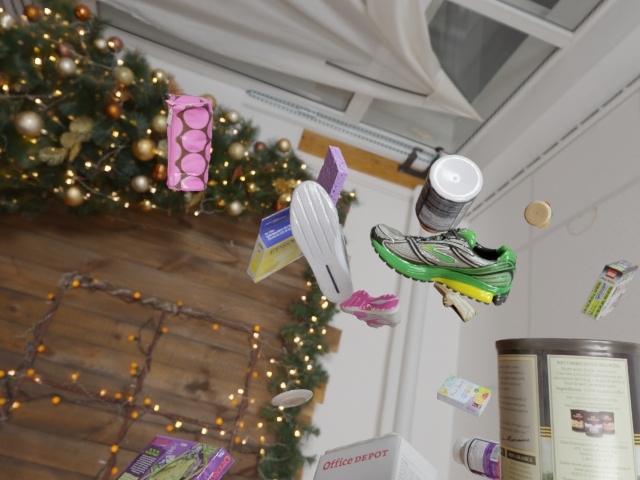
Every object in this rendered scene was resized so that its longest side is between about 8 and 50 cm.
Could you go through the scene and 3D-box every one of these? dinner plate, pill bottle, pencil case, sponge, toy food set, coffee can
[{"bbox_3d":[-0.094,0.532,1.641,0.141,0.141,0.017,119,-34,-47],"label":"dinner plate"},{"bbox_3d":[0.318,-0.103,1.268,0.245,0.131,0.130,93,11,-68],"label":"pill bottle"},{"bbox_3d":[-0.287,-0.203,1.052,0.098,0.095,0.209,-38,141,-55],"label":"pencil case"},{"bbox_3d":[0.017,-0.136,1.326,0.117,0.031,0.210,-107,-151,-43],"label":"sponge"},{"bbox_3d":[0.490,0.639,1.444,0.193,0.108,0.108,-11,-121,54],"label":"pill bottle"},{"bbox_3d":[0.680,-0.084,1.536,0.083,0.020,0.082,26,-74,38],"label":"toy food set"},{"bbox_3d":[0.355,0.285,0.697,0.201,0.202,0.275,137,-41,-71],"label":"coffee can"}]

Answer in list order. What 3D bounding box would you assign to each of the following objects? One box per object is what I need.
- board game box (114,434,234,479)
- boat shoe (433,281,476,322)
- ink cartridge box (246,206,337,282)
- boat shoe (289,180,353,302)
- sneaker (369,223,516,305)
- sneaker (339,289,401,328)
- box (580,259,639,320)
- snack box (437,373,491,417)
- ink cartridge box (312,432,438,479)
[{"bbox_3d":[-0.354,0.533,1.079,0.347,0.056,0.208,-19,-156,49],"label":"board game box"},{"bbox_3d":[0.347,0.160,1.304,0.045,0.135,0.050,-43,159,-9],"label":"boat shoe"},{"bbox_3d":[-0.086,-0.017,1.638,0.304,0.072,0.307,-28,162,-31],"label":"ink cartridge box"},{"bbox_3d":[0.000,0.000,1.274,0.119,0.121,0.335,-94,169,-69],"label":"boat shoe"},{"bbox_3d":[0.283,0.021,1.149,0.134,0.344,0.146,-49,154,-63],"label":"sneaker"},{"bbox_3d":[0.167,0.244,1.663,0.252,0.111,0.103,4,-146,49],"label":"sneaker"},{"bbox_3d":[0.633,0.104,1.071,0.036,0.207,0.114,31,-70,35],"label":"box"},{"bbox_3d":[0.463,0.498,1.588,0.100,0.141,0.037,-32,128,-44],"label":"snack box"},{"bbox_3d":[0.091,0.663,1.097,0.279,0.160,0.384,-31,-159,36],"label":"ink cartridge box"}]
